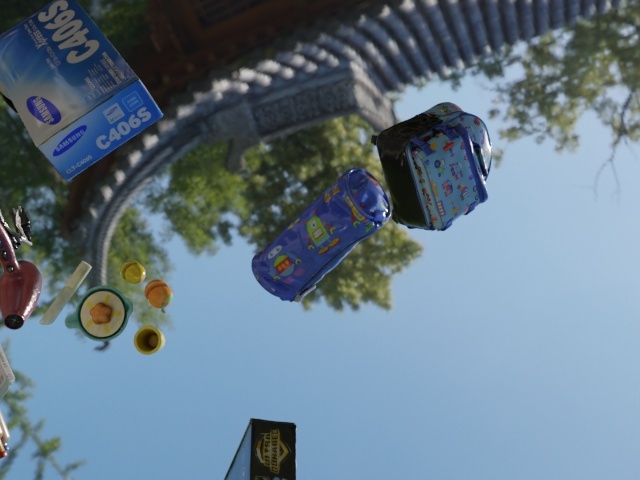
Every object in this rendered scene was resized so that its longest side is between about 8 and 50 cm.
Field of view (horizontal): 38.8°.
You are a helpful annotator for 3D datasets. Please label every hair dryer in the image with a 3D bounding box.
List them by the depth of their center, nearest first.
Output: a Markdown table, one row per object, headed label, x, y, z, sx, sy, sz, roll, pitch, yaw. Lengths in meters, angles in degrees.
| label | x | y | z | sx | sy | sz | roll | pitch | yaw |
| --- | --- | --- | --- | --- | --- | --- | --- | --- | --- |
| hair dryer | -0.604 | 0.038 | 1.728 | 0.080 | 0.223 | 0.294 | -21 | -110 | 2 |

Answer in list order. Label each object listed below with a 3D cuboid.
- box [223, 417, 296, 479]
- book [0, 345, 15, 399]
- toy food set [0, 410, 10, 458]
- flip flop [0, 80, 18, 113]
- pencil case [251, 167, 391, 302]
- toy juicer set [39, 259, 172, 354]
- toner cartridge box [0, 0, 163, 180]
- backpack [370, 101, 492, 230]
| label | x | y | z | sx | sy | sz | roll | pitch | yaw |
| --- | --- | --- | --- | --- | --- | --- | --- | --- | --- |
| box | -0.095 | 0.438 | 1.224 | 0.073 | 0.293 | 0.296 | 9 | -128 | -13 |
| book | -0.662 | 0.246 | 1.809 | 0.096 | 0.035 | 0.144 | -49 | -120 | 28 |
| toy food set | -0.626 | 0.347 | 1.595 | 0.232 | 0.105 | 0.111 | -22 | 178 | 24 |
| flip flop | -0.588 | -0.289 | 1.779 | 0.080 | 0.112 | 0.277 | -37 | -176 | 3 |
| pencil case | 0.000 | 0.000 | 1.696 | 0.119 | 0.133 | 0.306 | -2 | 147 | -51 |
| toy juicer set | -0.512 | 0.140 | 2.185 | 0.328 | 0.209 | 0.089 | 13 | 174 | 10 |
| toner cartridge box | -0.372 | -0.237 | 1.334 | 0.165 | 0.075 | 0.348 | -36 | -135 | -6 |
| backpack | 0.179 | -0.111 | 1.288 | 0.173 | 0.158 | 0.117 | -30 | -154 | -28 |
